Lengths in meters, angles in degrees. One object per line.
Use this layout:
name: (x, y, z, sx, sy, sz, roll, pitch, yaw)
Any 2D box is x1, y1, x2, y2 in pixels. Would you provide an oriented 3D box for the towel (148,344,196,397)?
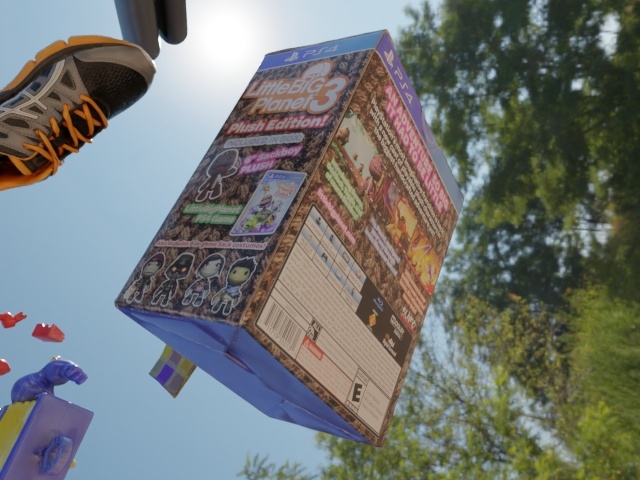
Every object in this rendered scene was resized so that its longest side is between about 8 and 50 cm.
towel: (-0.225, 0.196, 0.886, 0.060, 0.083, 0.009, -58, -42, -8)

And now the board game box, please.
board game box: (0.000, 0.000, 0.543, 0.232, 0.141, 0.291, 52, -128, -42)

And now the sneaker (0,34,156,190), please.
sneaker: (-0.231, -0.093, 0.483, 0.215, 0.083, 0.084, -30, -26, -6)

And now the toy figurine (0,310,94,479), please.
toy figurine: (-0.353, 0.232, 0.603, 0.191, 0.217, 0.362, 49, -132, -40)

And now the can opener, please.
can opener: (-0.142, -0.243, 0.494, 0.074, 0.280, 0.093, -39, -93, -21)
